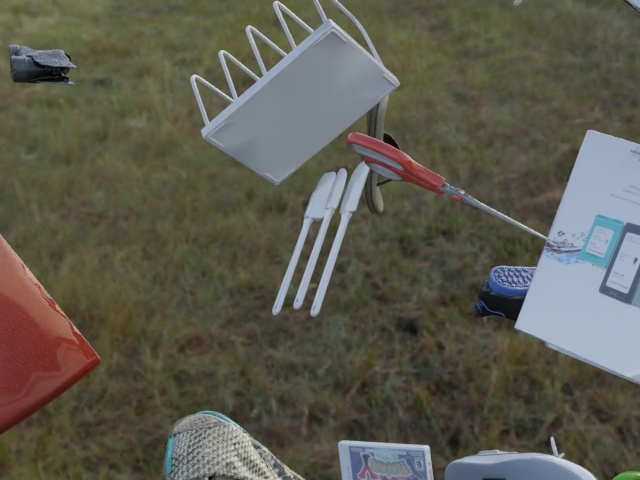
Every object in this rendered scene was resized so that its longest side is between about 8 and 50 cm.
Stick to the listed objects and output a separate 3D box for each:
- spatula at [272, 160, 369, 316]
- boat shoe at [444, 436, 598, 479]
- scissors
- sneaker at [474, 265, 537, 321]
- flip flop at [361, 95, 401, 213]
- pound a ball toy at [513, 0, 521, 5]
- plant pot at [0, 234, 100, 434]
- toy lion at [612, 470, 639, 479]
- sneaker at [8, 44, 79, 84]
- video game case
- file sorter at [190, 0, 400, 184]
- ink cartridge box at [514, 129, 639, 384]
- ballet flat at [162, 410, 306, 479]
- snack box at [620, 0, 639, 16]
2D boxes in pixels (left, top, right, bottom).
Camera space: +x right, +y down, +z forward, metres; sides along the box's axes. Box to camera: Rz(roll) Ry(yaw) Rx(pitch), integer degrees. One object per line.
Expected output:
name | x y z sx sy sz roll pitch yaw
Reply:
spatula | 0.000 0.000 1.493 0.019 0.242 0.168 26 -16 -26
boat shoe | 0.427 0.467 2.011 0.156 0.136 0.367 -17 1 -39
scissors | 0.162 -0.069 1.327 0.297 0.109 0.021 27 78 28
sneaker | 0.380 0.101 1.793 0.232 0.090 0.081 7 41 -21
flip flop | 0.120 -0.162 1.891 0.080 0.277 0.112 1 38 -3
pound a ball toy | 0.331 -0.593 1.764 0.208 0.319 0.136 23 54 -3
plant pot | -0.511 0.151 1.361 0.267 0.267 0.236 -11 30 46
toy lion | 0.383 0.338 1.277 0.096 0.100 0.034 3 8 35
sneaker | -0.406 -0.254 1.484 0.089 0.051 0.170 -5 19 -17
video game case | 0.128 0.479 1.946 0.201 0.184 0.023 -5 3 36
file sorter | -0.053 -0.269 1.693 0.277 0.192 0.173 -38 49 18
ink cartridge box | 0.411 0.031 1.293 0.197 0.270 0.198 23 7 35
ballet flat | -0.033 0.431 1.484 0.164 0.482 0.182 -43 22 30
snack box | 0.316 -0.173 0.626 0.322 0.187 0.060 34 18 -8
